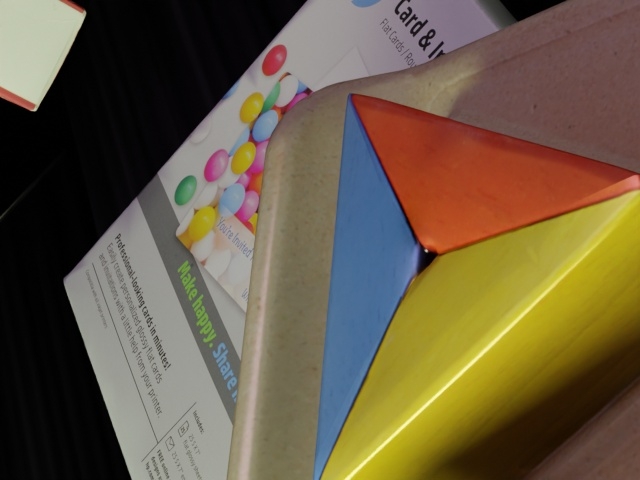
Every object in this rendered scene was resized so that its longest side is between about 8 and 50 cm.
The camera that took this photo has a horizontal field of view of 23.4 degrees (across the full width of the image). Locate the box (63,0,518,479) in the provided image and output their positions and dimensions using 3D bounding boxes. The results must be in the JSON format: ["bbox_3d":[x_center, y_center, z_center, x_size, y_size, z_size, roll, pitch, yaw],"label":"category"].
[{"bbox_3d":[0.000,0.000,0.505,0.186,0.038,0.145,-46,42,16],"label":"box"}]

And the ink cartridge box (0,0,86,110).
[{"bbox_3d":[-0.189,-0.116,0.729,0.135,0.099,0.056,24,87,52],"label":"ink cartridge box"}]

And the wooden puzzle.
[{"bbox_3d":[0.096,0.056,0.283,0.348,0.080,0.322,-16,58,40],"label":"wooden puzzle"}]
